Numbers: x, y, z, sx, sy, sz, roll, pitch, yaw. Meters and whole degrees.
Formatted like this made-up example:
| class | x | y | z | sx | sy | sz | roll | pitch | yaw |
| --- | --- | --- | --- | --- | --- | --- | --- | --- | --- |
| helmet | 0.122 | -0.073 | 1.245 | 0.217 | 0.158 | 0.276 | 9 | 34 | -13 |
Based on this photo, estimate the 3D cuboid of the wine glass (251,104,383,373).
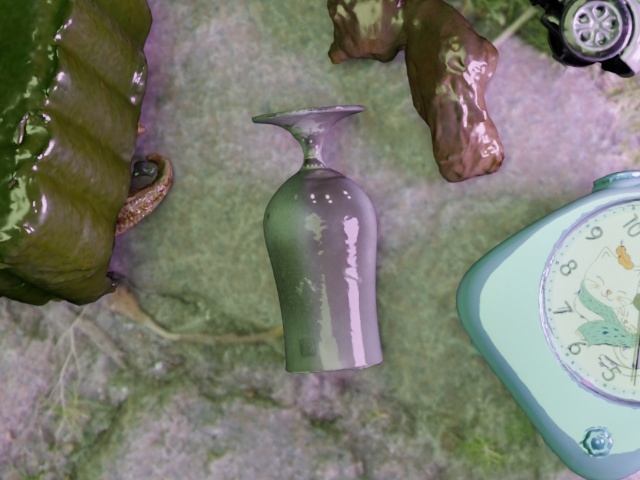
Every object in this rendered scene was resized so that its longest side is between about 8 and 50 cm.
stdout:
| class | x | y | z | sx | sy | sz | roll | pitch | yaw |
| --- | --- | --- | --- | --- | --- | --- | --- | --- | --- |
| wine glass | 0.000 | 0.000 | 1.323 | 0.103 | 0.103 | 0.231 | -5 | 92 | 9 |

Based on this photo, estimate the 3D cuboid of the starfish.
| class | x | y | z | sx | sy | sz | roll | pitch | yaw |
| --- | --- | --- | --- | --- | --- | --- | --- | --- | --- |
| starfish | -0.235 | -0.026 | 1.387 | 0.209 | 0.053 | 0.150 | -25 | 76 | 10 |

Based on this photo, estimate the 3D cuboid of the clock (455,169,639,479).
| class | x | y | z | sx | sy | sz | roll | pitch | yaw |
| --- | --- | --- | --- | --- | --- | --- | --- | --- | --- |
| clock | 0.274 | 0.056 | 1.284 | 0.274 | 0.094 | 0.223 | -35 | 85 | 5 |

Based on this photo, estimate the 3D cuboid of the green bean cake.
| class | x | y | z | sx | sy | sz | roll | pitch | yaw |
| --- | --- | --- | --- | --- | --- | --- | --- | --- | --- |
| green bean cake | -0.314 | -0.117 | 1.308 | 0.335 | 0.218 | 0.319 | 4 | 77 | 16 |

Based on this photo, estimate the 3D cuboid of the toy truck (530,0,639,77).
| class | x | y | z | sx | sy | sz | roll | pitch | yaw |
| --- | --- | --- | --- | --- | --- | --- | --- | --- | --- |
| toy truck | 0.170 | -0.301 | 1.253 | 0.178 | 0.176 | 0.363 | -43 | 89 | 7 |

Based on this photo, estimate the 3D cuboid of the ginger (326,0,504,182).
| class | x | y | z | sx | sy | sz | roll | pitch | yaw |
| --- | --- | --- | --- | --- | --- | --- | --- | --- | --- |
| ginger | 0.070 | -0.180 | 1.320 | 0.122 | 0.084 | 0.290 | -36 | 85 | 1 |
